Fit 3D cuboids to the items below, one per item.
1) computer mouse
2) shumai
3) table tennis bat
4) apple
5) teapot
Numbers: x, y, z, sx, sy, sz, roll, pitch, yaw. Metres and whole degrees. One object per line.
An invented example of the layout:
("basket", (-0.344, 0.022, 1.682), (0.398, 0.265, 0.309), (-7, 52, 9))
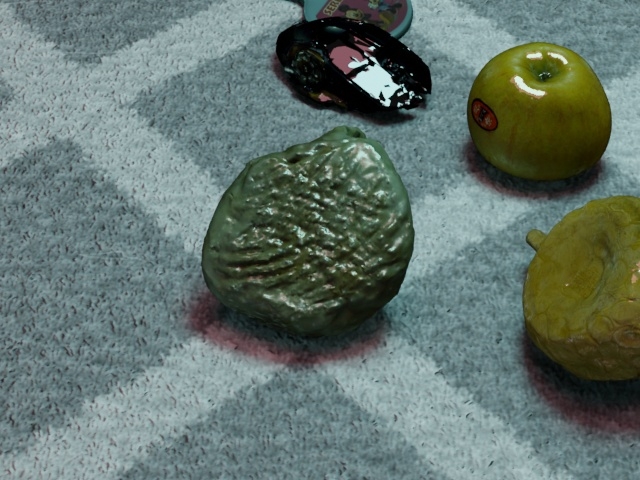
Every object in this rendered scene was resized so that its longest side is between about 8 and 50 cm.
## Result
("computer mouse", (0.042, -0.244, 2.010), (0.242, 0.077, 0.146), (27, 58, 21))
("shumai", (0.000, 0.000, 1.745), (0.261, 0.222, 0.225), (-42, 82, 2))
("table tennis bat", (0.017, -0.346, 2.152), (0.244, 0.040, 0.153), (24, 54, 18))
("apple", (0.274, -0.164, 1.875), (0.183, 0.155, 0.182), (-1, 42, 1))
("teapot", (0.336, 0.061, 1.658), (0.203, 0.167, 0.311), (-59, 30, 4))
